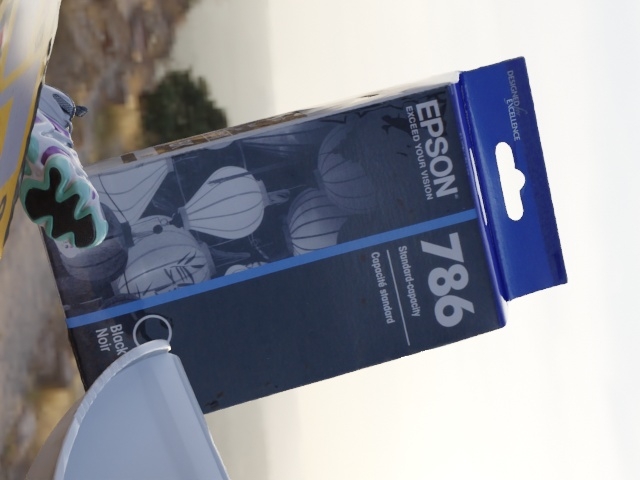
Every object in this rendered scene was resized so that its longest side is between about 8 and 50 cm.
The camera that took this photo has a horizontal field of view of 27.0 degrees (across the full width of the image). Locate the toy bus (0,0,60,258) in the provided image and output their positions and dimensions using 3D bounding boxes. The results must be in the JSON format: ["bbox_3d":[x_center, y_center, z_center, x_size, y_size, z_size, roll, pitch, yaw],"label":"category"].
[{"bbox_3d":[-0.240,-0.072,0.343,0.130,0.332,0.108,-86,-168,-70],"label":"toy bus"}]

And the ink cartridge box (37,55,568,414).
[{"bbox_3d":[0.000,0.000,0.835,0.065,0.332,0.165,-146,-140,-75],"label":"ink cartridge box"}]

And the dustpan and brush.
[{"bbox_3d":[-0.073,0.118,0.455,0.211,0.060,0.147,-19,83,-53],"label":"dustpan and brush"}]

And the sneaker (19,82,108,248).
[{"bbox_3d":[-0.129,-0.047,0.657,0.098,0.038,0.069,52,30,-9],"label":"sneaker"}]
